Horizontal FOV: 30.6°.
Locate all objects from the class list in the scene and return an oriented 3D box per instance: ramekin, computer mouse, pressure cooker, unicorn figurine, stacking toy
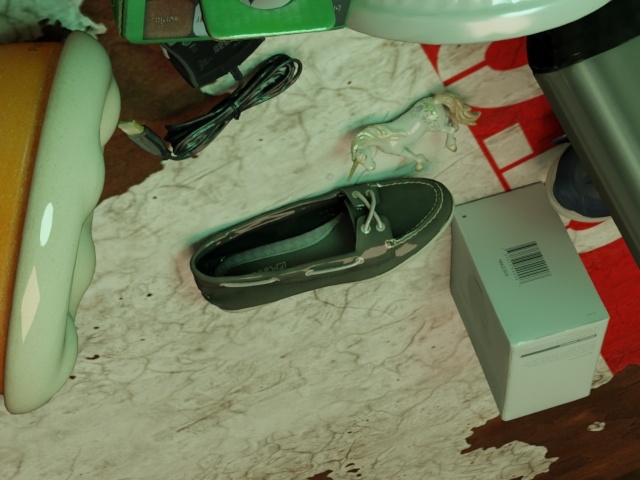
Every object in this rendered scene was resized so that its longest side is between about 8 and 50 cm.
[{"bbox_3d":[0.119,-0.275,0.956,0.272,0.273,0.127,-14,124,-8],"label":"ramekin"},{"bbox_3d":[-0.136,-0.178,1.132,0.184,0.060,0.262,-37,155,3],"label":"computer mouse"},{"bbox_3d":[0.441,-0.108,1.125,0.369,0.420,0.375,-32,-172,-14],"label":"pressure cooker"},{"bbox_3d":[0.100,-0.120,1.361,0.162,0.060,0.111,-46,141,9],"label":"unicorn figurine"},{"bbox_3d":[-0.435,-0.050,1.036,0.479,0.351,0.351,10,141,-9],"label":"stacking toy"}]

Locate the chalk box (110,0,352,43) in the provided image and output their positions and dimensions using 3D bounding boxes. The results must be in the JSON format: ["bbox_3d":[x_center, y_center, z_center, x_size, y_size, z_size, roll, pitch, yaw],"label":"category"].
[{"bbox_3d":[-0.066,-0.264,0.839,0.180,0.289,0.179,-8,146,-18],"label":"chalk box"}]

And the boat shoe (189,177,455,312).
[{"bbox_3d":[0.000,0.000,1.426,0.335,0.112,0.095,-21,152,9],"label":"boat shoe"}]

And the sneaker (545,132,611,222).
[{"bbox_3d":[0.426,-0.130,1.479,0.322,0.130,0.236,-29,177,-22],"label":"sneaker"}]

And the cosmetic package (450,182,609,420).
[{"bbox_3d":[0.275,0.086,1.587,0.138,0.224,0.225,-15,147,-6],"label":"cosmetic package"}]
